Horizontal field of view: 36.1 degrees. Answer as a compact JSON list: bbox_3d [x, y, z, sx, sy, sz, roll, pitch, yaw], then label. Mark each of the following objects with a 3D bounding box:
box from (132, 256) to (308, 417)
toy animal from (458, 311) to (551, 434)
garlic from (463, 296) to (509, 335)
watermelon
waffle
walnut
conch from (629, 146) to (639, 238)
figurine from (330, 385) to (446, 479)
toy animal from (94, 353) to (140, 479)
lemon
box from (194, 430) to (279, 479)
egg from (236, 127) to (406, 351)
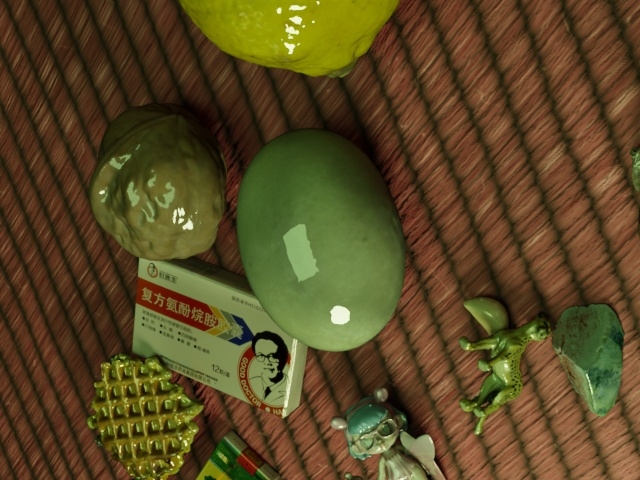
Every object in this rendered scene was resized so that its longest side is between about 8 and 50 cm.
[{"bbox_3d":[-0.187,0.163,1.811,0.353,0.069,0.214,19,114,23],"label":"box"},{"bbox_3d":[0.288,0.207,1.529,0.073,0.136,0.181,38,139,50],"label":"toy animal"},{"bbox_3d":[0.267,0.120,1.543,0.053,0.041,0.083,-34,95,39],"label":"garlic"},{"bbox_3d":[0.403,0.187,1.480,0.094,0.081,0.180,-8,97,58],"label":"watermelon"},{"bbox_3d":[-0.341,0.336,1.884,0.238,0.059,0.243,33,109,20],"label":"waffle"},{"bbox_3d":[-0.272,-0.100,1.676,0.227,0.273,0.273,9,114,-7],"label":"walnut"},{"bbox_3d":[0.498,-0.049,1.333,0.155,0.130,0.207,-23,68,2],"label":"conch"},{"bbox_3d":[0.114,0.391,1.673,0.205,0.103,0.260,-35,91,9],"label":"figurine"},{"bbox_3d":[-0.389,0.375,1.989,0.137,0.082,0.269,-35,82,31],"label":"toy animal"},{"bbox_3d":[-0.041,-0.409,1.379,0.350,0.350,0.387,-19,114,34],"label":"lemon"},{"bbox_3d":[-0.184,0.495,1.932,0.132,0.034,0.235,40,121,14],"label":"box"},{"bbox_3d":[0.000,0.000,1.532,0.258,0.258,0.352,-4,102,31],"label":"egg"}]
